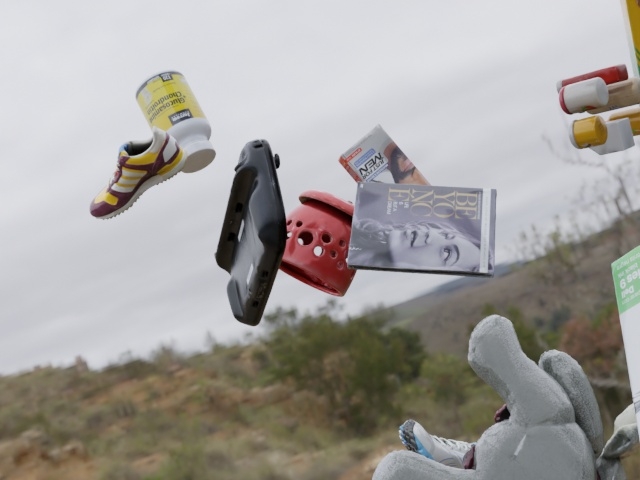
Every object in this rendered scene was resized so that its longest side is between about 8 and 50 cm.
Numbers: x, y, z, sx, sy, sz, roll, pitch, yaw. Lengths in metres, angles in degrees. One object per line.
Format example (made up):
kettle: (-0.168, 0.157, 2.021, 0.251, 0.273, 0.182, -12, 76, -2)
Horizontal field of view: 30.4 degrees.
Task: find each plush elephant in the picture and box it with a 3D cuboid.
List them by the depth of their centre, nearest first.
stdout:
plush elephant: (0.280, 0.285, 1.449, 0.272, 0.330, 0.255, -61, -25, -6)

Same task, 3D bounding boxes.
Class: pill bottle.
pill bottle: (-0.264, -0.219, 2.182, 0.103, 0.184, 0.103, -25, -22, -11)

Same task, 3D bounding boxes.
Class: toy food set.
toy food set: (0.371, -0.174, 1.612, 0.104, 0.111, 0.232, -11, 7, 39)

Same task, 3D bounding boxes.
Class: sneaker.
sneaker: (0.178, 0.287, 1.559, 0.083, 0.191, 0.071, -44, 29, -4)
sneaker: (-0.299, -0.108, 1.822, 0.185, 0.070, 0.084, -34, -55, 13)

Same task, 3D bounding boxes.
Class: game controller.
game controller: (-0.094, -0.003, 1.658, 0.067, 0.167, 0.319, -14, -24, -18)

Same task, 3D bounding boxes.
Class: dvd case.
dvd case: (0.158, -0.019, 1.812, 0.221, 0.165, 0.018, 4, -37, 6)

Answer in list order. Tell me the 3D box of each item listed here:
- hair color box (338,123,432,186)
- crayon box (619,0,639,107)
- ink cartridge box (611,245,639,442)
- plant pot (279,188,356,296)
hair color box: (0.120, -0.112, 2.091, 0.093, 0.167, 0.053, -41, -1, -8)
crayon box: (0.694, -0.416, 2.276, 0.202, 0.319, 0.081, -14, 13, 7)
ink cartridge box: (0.440, 0.150, 1.249, 0.211, 0.289, 0.121, 16, -34, -27)
plant pot: (0.000, 0.000, 2.424, 0.191, 0.174, 0.191, 25, -12, 6)
